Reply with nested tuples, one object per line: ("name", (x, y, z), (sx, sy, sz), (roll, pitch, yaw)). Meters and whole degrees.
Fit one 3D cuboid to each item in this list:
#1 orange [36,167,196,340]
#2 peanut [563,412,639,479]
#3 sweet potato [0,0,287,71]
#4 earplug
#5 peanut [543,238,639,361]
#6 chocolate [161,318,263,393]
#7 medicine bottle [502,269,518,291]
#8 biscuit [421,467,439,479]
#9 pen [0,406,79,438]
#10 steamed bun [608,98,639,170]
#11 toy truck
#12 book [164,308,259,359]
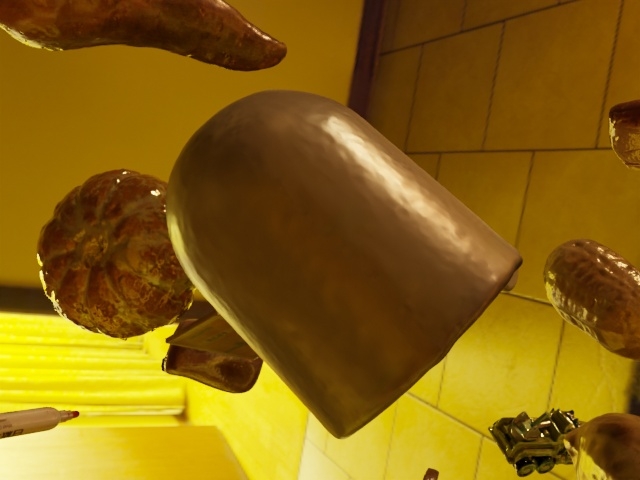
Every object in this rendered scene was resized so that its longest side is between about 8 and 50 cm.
("orange", (-0.377, 0.028, 1.186), (0.329, 0.249, 0.329), (-4, 77, 18))
("peanut", (0.460, 0.332, 0.791), (0.387, 0.192, 0.169), (-154, 58, -76))
("sweet potato", (-0.169, -0.228, 0.607), (0.097, 0.292, 0.097), (6, 97, 62))
("earplug", (0.000, 0.000, 0.776), (0.394, 0.313, 0.312), (44, 131, 11))
("peanut", (0.420, 0.088, 0.895), (0.129, 0.129, 0.224), (-67, 28, 25))
("chocolate", (-0.256, 0.296, 1.550), (0.083, 0.261, 0.161), (-16, 57, 64))
("medicine bottle", (0.348, 0.063, 1.414), (0.192, 0.107, 0.107), (0, 82, 37))
("biscuit", (0.182, 0.549, 1.177), (0.236, 0.039, 0.179), (-53, -29, -45))
("pen", (-0.299, 0.164, 0.528), (0.026, 0.218, 0.026), (-4, 81, 28))
("steamed bun", (0.724, -0.237, 1.354), (0.106, 0.175, 0.145), (-49, 29, -22))
("toy truck", (0.529, 0.444, 1.392), (0.135, 0.260, 0.128), (-65, 28, 26))
("book", (-0.174, 0.201, 1.273), (0.170, 0.242, 0.018), (-31, 55, 33))
